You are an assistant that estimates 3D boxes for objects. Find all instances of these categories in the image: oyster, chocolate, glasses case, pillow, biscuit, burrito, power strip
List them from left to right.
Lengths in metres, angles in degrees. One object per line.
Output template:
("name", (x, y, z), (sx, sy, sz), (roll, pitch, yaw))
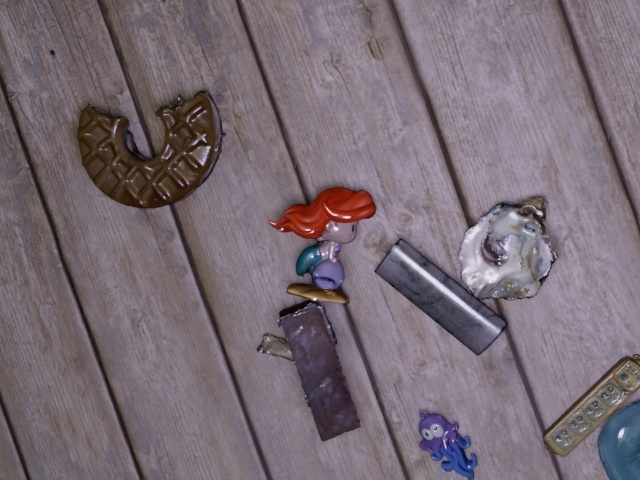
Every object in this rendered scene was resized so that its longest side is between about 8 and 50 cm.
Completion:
("biscuit", (-0.402, -0.211, 1.732), (0.366, 0.115, 0.268), (-4, 94, 16))
("burrito", (-0.065, 0.264, 1.726), (0.171, 0.042, 0.051), (13, 88, 14))
("chocolate", (-0.007, 0.282, 1.642), (0.112, 0.112, 0.321), (-20, 103, -7))
("glasses case", (0.265, 0.125, 1.607), (0.299, 0.060, 0.114), (39, 130, 7))
("oyster", (0.402, 0.024, 1.567), (0.223, 0.083, 0.214), (-13, 83, 32))
("power strip", (0.596, 0.355, 1.565), (0.064, 0.044, 0.305), (43, 103, 8))
("pillow", (0.702, 0.450, 1.528), (0.214, 0.086, 0.233), (-32, 88, 9))

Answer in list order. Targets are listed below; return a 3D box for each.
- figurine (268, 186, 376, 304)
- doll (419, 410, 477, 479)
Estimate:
("figurine", (0.002, 0.001, 1.622), (0.208, 0.181, 0.257), (12, 91, 42))
("doll", (0.290, 0.466, 1.643), (0.110, 0.067, 0.206), (-37, 96, 23))
